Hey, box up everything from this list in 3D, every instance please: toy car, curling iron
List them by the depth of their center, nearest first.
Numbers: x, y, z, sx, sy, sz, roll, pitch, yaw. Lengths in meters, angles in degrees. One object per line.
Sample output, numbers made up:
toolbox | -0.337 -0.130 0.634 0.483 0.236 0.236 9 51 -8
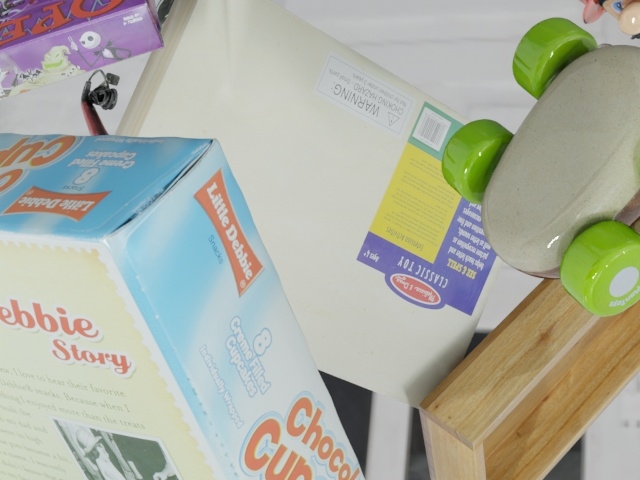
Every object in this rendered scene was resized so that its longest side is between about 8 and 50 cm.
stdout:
toy car | 0.200 -0.026 0.756 0.188 0.155 0.149 23 108 -41
curling iron | -0.273 -0.132 1.540 0.035 0.274 0.068 17 122 -29

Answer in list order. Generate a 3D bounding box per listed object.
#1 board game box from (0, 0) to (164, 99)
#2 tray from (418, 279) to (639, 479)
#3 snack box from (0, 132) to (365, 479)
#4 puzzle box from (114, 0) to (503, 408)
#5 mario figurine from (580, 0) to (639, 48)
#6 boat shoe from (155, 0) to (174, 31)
board game box | -0.306 -0.168 0.985 0.347 0.208 0.056 -18 133 0
tray | 0.267 0.102 1.240 0.076 0.411 0.203 32 153 32
snack box | -0.138 0.047 0.494 0.322 0.060 0.187 6 130 39
puzzle box | 0.002 -0.027 1.082 0.409 0.272 0.052 26 175 -33
mario figurine | 0.400 -0.215 1.290 0.320 0.198 0.170 32 -171 6
boat shoe | -0.164 -0.235 1.469 0.078 0.219 0.070 22 135 -31
